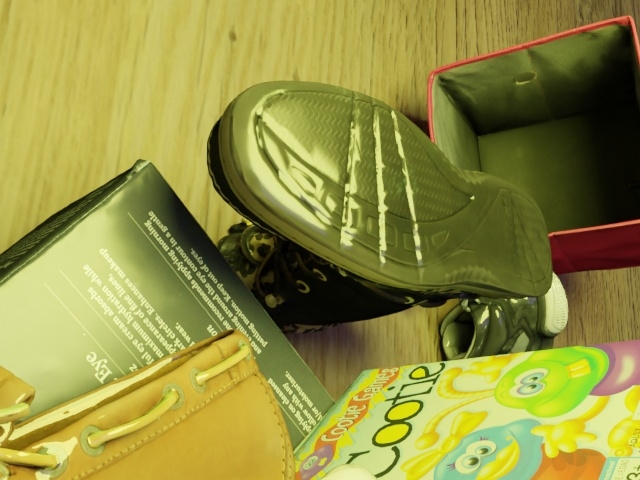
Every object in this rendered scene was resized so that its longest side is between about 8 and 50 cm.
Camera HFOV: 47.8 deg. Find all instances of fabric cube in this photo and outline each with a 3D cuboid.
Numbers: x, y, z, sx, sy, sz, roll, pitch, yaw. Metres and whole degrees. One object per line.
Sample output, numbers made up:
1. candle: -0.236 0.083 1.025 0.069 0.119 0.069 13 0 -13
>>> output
1. fabric cube: 0.310 -0.097 0.965 0.258 0.259 0.254 26 57 -62

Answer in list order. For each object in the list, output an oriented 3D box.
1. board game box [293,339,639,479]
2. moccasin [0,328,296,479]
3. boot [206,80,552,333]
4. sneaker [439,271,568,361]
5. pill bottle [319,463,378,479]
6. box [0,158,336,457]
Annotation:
1. board game box: 0.124 0.170 0.471 0.142 0.275 0.144 -41 107 -44
2. moccasin: -0.160 0.106 0.311 0.380 0.139 0.147 -6 81 -45
3. boot: 0.000 0.000 0.653 0.377 0.284 0.138 13 69 -43
4. sneaker: 0.242 0.156 0.977 0.101 0.153 0.268 -112 -168 -56
5. pill bottle: 0.061 0.273 0.347 0.301 0.169 0.169 44 42 15
6. box: -0.160 0.180 0.514 0.343 0.179 0.312 55 45 -16
